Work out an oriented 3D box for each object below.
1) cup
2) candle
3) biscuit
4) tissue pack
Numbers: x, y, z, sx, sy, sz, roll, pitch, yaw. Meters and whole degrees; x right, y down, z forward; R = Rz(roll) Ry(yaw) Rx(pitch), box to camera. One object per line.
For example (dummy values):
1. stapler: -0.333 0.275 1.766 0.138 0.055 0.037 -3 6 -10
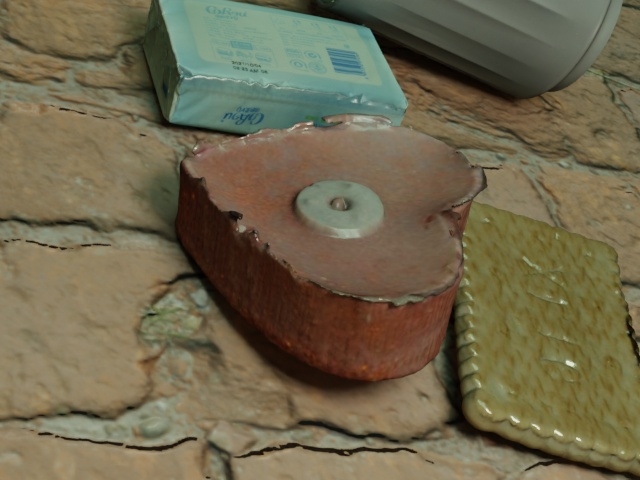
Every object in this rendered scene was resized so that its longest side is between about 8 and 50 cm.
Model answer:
1. cup: 0.171 -0.333 1.536 0.326 0.237 0.323 19 -3 -21
2. candle: 0.000 0.000 1.139 0.287 0.131 0.317 13 32 1
3. biscuit: 0.225 0.088 1.217 0.217 0.044 0.325 16 39 -13
4. tissue pack: -0.055 -0.186 1.350 0.263 0.089 0.177 4 39 -22
